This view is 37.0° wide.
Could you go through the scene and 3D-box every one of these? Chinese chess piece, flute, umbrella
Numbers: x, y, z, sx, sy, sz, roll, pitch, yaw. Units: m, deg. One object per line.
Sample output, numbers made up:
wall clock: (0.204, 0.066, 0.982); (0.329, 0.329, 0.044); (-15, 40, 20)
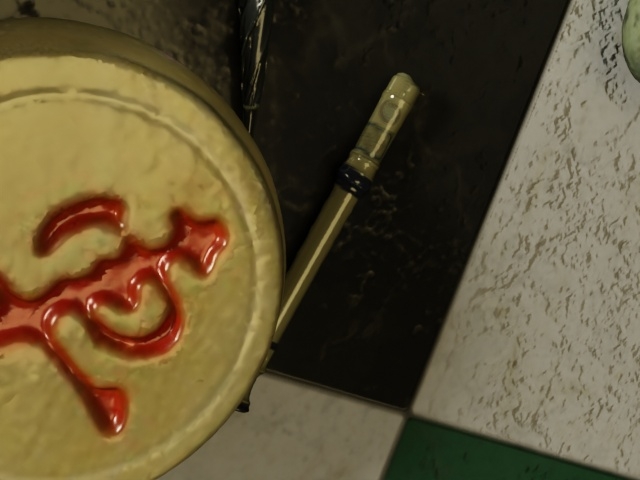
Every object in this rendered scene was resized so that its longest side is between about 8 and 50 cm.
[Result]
Chinese chess piece: (-0.137, 0.015, 0.488); (0.250, 0.097, 0.251); (-5, 103, -24)
flute: (0.000, 0.000, 0.591); (0.027, 0.027, 0.233); (30, 87, -28)
umbrella: (-0.033, -0.183, 0.529); (0.044, 0.044, 0.269); (7, 98, 4)

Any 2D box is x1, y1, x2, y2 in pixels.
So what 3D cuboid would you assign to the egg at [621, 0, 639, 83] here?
egg: (0.284, -0.159, 0.635); (0.181, 0.141, 0.141); (-35, 114, -6)
